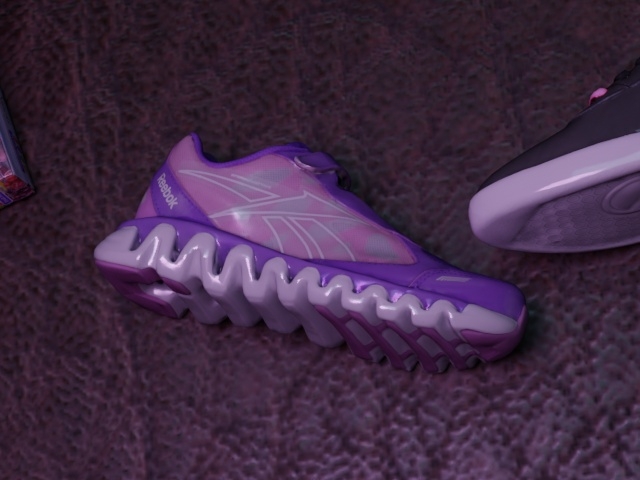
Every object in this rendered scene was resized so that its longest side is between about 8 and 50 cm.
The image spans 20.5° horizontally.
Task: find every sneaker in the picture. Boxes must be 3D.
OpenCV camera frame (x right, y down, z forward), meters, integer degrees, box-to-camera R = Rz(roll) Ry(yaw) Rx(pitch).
[{"bbox_3d":[0.000,0.000,0.944,0.236,0.095,0.105,13,69,18],"label":"sneaker"},{"bbox_3d":[0.197,-0.100,0.922,0.295,0.104,0.147,-22,68,0],"label":"sneaker"}]

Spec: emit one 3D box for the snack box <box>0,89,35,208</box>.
[{"bbox_3d":[-0.239,-0.073,1.048,0.100,0.037,0.141,-25,68,7],"label":"snack box"}]
